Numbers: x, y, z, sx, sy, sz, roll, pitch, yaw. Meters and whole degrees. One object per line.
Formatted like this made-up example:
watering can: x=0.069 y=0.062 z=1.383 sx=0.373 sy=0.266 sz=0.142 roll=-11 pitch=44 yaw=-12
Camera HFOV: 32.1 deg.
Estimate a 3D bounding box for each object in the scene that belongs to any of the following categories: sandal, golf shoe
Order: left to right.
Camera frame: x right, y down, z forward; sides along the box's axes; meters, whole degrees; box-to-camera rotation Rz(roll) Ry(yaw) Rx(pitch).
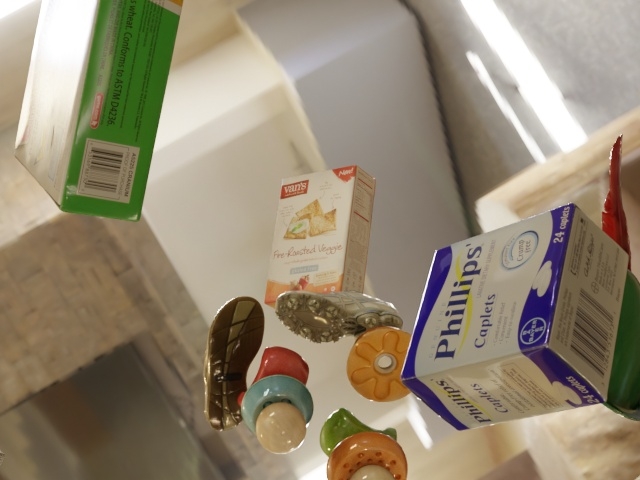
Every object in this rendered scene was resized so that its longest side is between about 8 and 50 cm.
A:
sandal: x=-0.120 y=0.156 z=1.439 sx=0.049 sy=0.072 sz=0.180 roll=-146 pitch=63 yaw=-63
golf shoe: x=0.024 y=0.098 z=1.517 sx=0.086 sy=0.176 sz=0.069 roll=-89 pitch=15 yaw=-65

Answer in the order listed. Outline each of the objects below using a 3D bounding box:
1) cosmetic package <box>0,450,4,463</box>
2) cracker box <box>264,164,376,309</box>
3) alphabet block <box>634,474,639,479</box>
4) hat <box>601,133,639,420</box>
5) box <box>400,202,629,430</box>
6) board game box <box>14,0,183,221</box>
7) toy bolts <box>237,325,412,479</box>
cosmetic package: x=-0.499 y=0.243 z=1.349 sx=0.238 sy=0.127 sz=0.107 roll=27 pitch=174 yaw=46
cracker box: x=0.000 y=0.000 z=1.843 sx=0.067 sy=0.156 sz=0.232 roll=33 pitch=-124 yaw=-46
alphabet block: x=0.320 y=0.269 z=0.812 sx=0.197 sy=0.193 sz=0.193 roll=111 pitch=159 yaw=-52
hat: x=0.314 y=0.046 z=1.105 sx=0.208 sy=0.183 sz=0.173 roll=41 pitch=-158 yaw=-2
box: x=0.140 y=0.057 z=0.804 sx=0.072 sy=0.126 sz=0.137 roll=39 pitch=141 yaw=-26
board game box: x=-0.199 y=-0.164 z=0.976 sx=0.316 sy=0.064 sz=0.242 roll=-150 pitch=71 yaw=-66
toy bolts: x=0.022 y=0.209 z=1.351 sx=0.229 sy=0.218 sz=0.158 roll=21 pitch=-166 yaw=-12
